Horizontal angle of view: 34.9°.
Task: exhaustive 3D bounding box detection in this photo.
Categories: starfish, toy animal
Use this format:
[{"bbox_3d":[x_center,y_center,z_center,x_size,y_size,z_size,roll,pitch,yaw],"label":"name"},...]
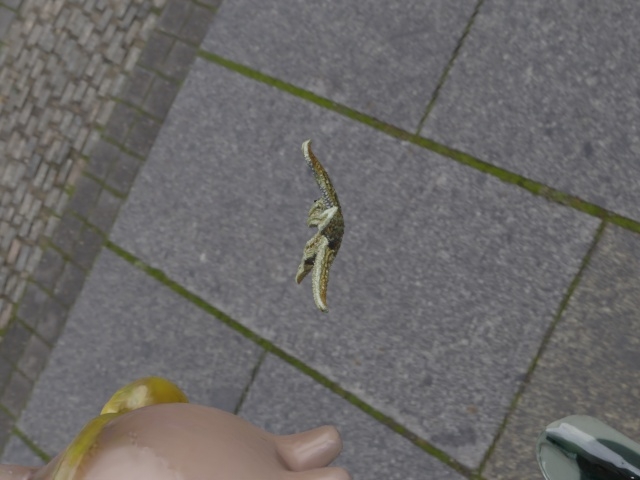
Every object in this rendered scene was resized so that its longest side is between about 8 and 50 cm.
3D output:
[{"bbox_3d":[0.000,0.000,1.133,0.053,0.208,0.176,2,66,-1],"label":"starfish"},{"bbox_3d":[-0.099,0.148,0.430,0.248,0.165,0.149,-33,93,3],"label":"toy animal"}]

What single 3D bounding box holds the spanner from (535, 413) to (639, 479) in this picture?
[{"bbox_3d":[0.161,0.136,0.224,0.324,0.095,0.040,29,129,39],"label":"spanner"}]
